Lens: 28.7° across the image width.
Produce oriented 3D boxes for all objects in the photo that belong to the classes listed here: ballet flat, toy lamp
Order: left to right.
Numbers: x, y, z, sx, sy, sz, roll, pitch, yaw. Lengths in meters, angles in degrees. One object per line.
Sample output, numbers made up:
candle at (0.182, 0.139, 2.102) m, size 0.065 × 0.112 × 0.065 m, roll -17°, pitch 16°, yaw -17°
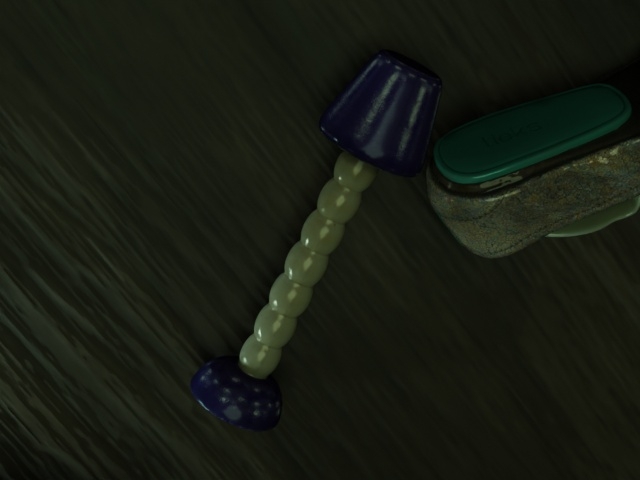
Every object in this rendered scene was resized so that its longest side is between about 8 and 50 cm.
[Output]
toy lamp at (0.000, 0.000, 0.862) m, size 0.080 × 0.080 × 0.275 m, roll 25°, pitch 108°, yaw -11°
ballet flat at (0.226, -0.070, 0.850) m, size 0.315 × 0.108 × 0.106 m, roll -18°, pitch 129°, yaw 4°
